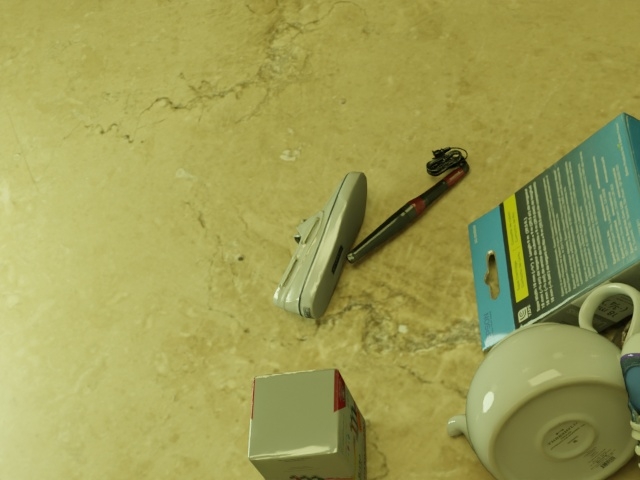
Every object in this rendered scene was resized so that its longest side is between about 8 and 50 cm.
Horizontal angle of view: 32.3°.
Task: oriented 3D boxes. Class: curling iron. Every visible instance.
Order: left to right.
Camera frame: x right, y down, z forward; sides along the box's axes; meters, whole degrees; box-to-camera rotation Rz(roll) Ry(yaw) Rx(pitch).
[{"bbox_3d":[0.143,-0.056,1.814,0.274,0.035,0.068,-45,50,-14],"label":"curling iron"}]

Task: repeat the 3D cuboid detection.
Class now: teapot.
[{"bbox_3d":[0.304,0.196,1.470,0.256,0.252,0.187,-8,36,-3],"label":"teapot"}]

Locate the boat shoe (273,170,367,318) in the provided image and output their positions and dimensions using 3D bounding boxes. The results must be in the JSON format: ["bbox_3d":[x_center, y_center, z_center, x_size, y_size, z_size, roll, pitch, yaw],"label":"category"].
[{"bbox_3d":[0.000,0.000,1.796,0.088,0.096,0.267,13,71,22],"label":"boat shoe"}]

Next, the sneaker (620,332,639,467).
[{"bbox_3d":[0.426,0.291,1.304,0.130,0.322,0.236,-4,45,49],"label":"sneaker"}]

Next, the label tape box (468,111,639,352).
[{"bbox_3d":[0.374,0.008,1.616,0.334,0.106,0.240,-39,40,43],"label":"label tape box"}]

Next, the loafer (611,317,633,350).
[{"bbox_3d":[0.569,0.147,1.459,0.366,0.130,0.133,5,59,23],"label":"loafer"}]

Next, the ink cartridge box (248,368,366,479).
[{"bbox_3d":[-0.014,0.279,1.555,0.128,0.176,0.128,-8,56,12],"label":"ink cartridge box"}]
